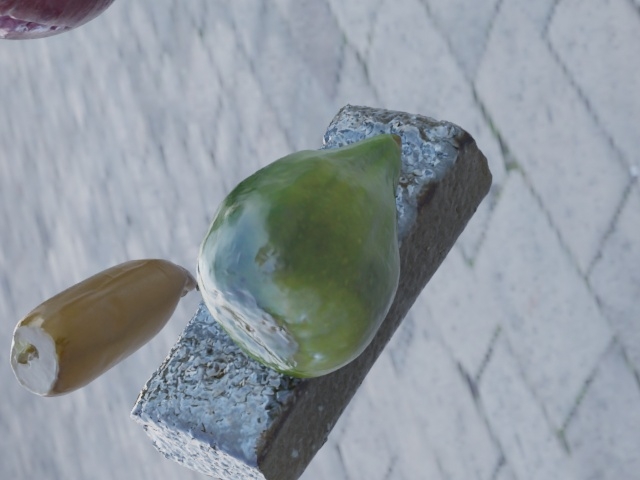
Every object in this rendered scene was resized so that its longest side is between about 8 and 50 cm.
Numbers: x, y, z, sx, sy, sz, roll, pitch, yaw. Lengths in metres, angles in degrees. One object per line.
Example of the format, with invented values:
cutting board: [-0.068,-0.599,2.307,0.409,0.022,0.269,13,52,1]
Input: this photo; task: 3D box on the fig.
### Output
fig: [-0.016,0.006,1.261,0.233,0.167,0.167,-79,-9,-55]

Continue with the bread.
bread: [-0.002,0.044,1.461,0.165,0.416,0.113,11,143,36]

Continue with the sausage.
sausage: [-0.240,0.086,1.842,0.112,0.328,0.112,11,112,27]

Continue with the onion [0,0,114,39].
onion: [-0.396,-0.353,1.802,0.385,0.348,0.348,-47,53,31]
